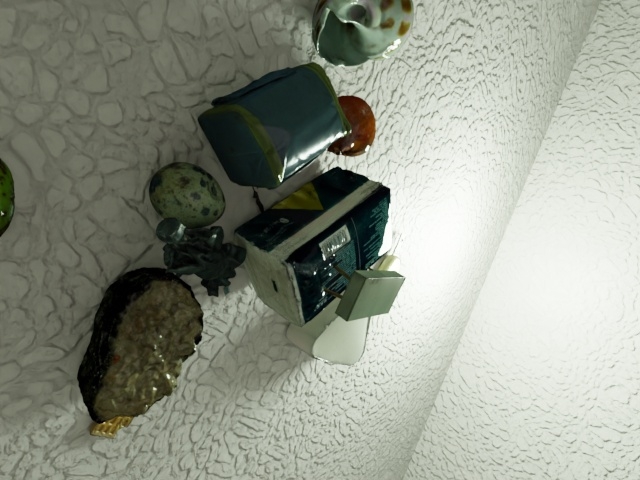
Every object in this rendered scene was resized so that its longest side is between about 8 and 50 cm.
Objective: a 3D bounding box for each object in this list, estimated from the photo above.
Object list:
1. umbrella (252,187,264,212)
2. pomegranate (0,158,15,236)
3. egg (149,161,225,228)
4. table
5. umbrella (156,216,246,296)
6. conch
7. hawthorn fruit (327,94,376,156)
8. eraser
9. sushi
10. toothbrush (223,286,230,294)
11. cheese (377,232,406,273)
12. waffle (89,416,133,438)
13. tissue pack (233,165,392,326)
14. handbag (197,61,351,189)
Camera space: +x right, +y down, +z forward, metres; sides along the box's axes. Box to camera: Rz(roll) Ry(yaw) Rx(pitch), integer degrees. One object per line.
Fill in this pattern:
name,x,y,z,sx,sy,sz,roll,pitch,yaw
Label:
umbrella,-0.170,-0.107,1.147,0.122,0.022,0.013,81,24,-48
pomegranate,-0.546,-0.067,0.581,0.211,0.263,0.211,13,72,-44
egg,-0.288,-0.094,0.923,0.181,0.141,0.141,33,84,-54
table,0.113,0.126,1.113,0.240,0.111,0.121,7,110,-56
umbrella,-0.261,0.034,0.936,0.349,0.094,0.143,76,30,-70
conch,0.117,-0.569,1.086,0.249,0.197,0.368,-41,150,28
hawthorn fruit,0.074,-0.326,1.187,0.173,0.173,0.173,-24,126,-38
eraser,0.059,0.330,1.526,0.331,0.150,0.331,-21,121,-40
sushi,-0.405,0.235,0.946,0.211,0.171,0.350,32,84,-49
toothbrush,-0.274,0.067,1.123,0.022,0.017,0.204,-51,143,-46
cheese,0.302,0.086,1.737,0.127,0.054,0.251,18,95,-50
waffle,-0.506,0.434,1.054,0.135,0.021,0.092,-56,140,-10
tissue pack,0.000,0.000,1.201,0.416,0.253,0.264,-37,135,-29
handbag,-0.107,-0.258,0.947,0.241,0.263,0.222,-43,118,-27
